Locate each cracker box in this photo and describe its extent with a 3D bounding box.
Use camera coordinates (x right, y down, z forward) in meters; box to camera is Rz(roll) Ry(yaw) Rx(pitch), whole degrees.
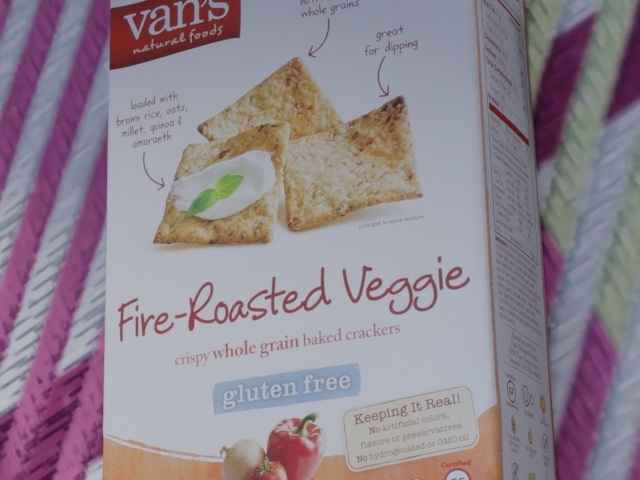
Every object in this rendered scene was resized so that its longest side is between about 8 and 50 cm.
[{"bbox_3d":[0.000,0.000,0.667,0.155,0.067,0.232,-10,69,23],"label":"cracker box"}]
